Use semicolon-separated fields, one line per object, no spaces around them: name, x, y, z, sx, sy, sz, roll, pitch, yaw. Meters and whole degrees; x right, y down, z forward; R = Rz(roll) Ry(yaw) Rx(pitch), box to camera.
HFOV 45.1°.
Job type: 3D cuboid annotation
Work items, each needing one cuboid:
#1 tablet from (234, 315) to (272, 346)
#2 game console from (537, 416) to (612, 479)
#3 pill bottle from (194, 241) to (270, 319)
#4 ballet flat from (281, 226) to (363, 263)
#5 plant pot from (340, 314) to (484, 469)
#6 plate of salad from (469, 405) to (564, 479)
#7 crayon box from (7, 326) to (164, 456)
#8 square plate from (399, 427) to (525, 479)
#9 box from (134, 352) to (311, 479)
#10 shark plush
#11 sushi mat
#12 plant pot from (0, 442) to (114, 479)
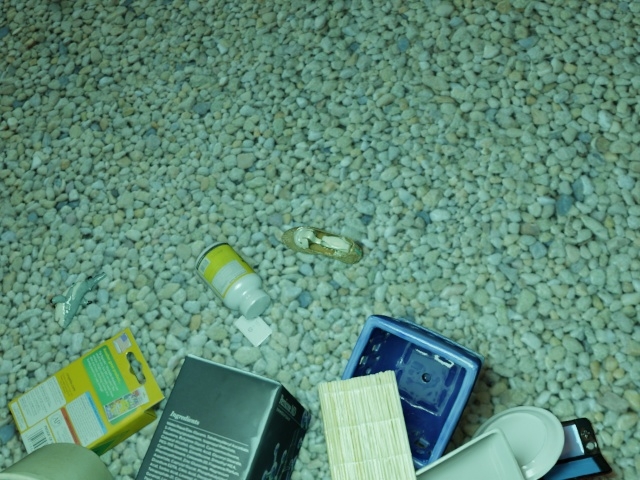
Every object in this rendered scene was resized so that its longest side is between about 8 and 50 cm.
tablet;-0.155;0.201;1.784;0.054;0.006;0.083;-43;64;-8
game console;0.476;0.412;1.507;0.143;0.085;0.124;-14;64;5
pill bottle;-0.201;0.095;1.787;0.103;0.103;0.184;-42;65;-8
ballet flat;0.000;0.000;1.807;0.206;0.067;0.073;12;70;17
plant pot;0.186;0.287;1.531;0.235;0.212;0.236;24;99;21
plate of salad;0.384;0.409;1.514;0.199;0.048;0.200;-26;26;14
crayon box;-0.515;0.372;1.741;0.322;0.083;0.203;-33;64;-3
square plate;0.236;0.549;1.422;0.347;0.049;0.344;-27;106;0
box;-0.200;0.468;1.512;0.211;0.293;0.396;13;70;17
shark plush;-0.591;0.140;1.898;0.067;0.073;0.161;43;58;6
sushi mat;0.088;0.394;1.370;0.151;0.019;0.317;-13;62;7
plant pot;-0.546;0.555;1.504;0.333;0.305;0.334;0;96;1
